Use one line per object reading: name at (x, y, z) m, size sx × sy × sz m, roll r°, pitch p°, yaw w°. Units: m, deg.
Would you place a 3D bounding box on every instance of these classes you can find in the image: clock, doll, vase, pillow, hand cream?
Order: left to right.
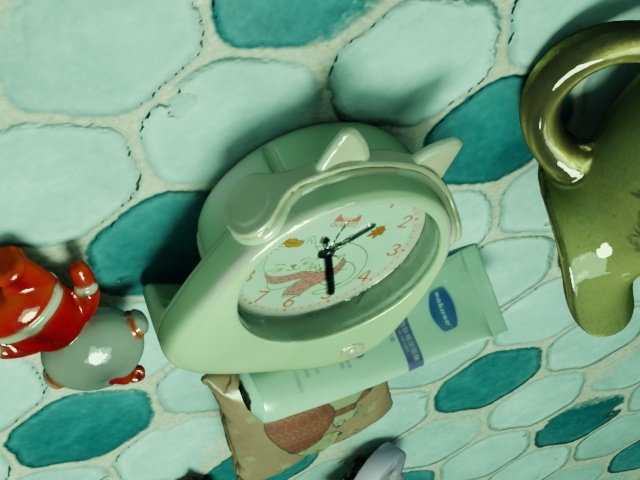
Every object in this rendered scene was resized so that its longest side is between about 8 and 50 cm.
doll at (-0.244, 0.085, 1.126) m, size 0.142 × 0.076 × 0.245 m, roll -33°, pitch 144°, yaw 13°
pillow at (-0.017, 0.187, 1.411) m, size 0.236 × 0.084 × 0.223 m, roll -22°, pitch 140°, yaw -15°
clock at (0.000, 0.000, 1.137) m, size 0.265 × 0.108 × 0.324 m, roll 3°, pitch 138°, yaw -36°
clock at (0.055, 0.385, 1.742) m, size 0.172 × 0.064 × 0.198 m, roll -48°, pitch 156°, yaw -25°
hand cream at (0.056, 0.113, 1.326) m, size 0.321 × 0.109 × 0.067 m, roll -23°, pitch -176°, yaw -17°
vase at (0.331, -0.085, 1.175) m, size 0.302 × 0.241 × 0.329 m, roll -29°, pitch 122°, yaw 30°

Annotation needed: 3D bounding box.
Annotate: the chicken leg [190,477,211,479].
chicken leg at (-0.186, 0.394, 1.625) m, size 0.105 × 0.063 × 0.234 m, roll -1°, pitch 139°, yaw -41°
